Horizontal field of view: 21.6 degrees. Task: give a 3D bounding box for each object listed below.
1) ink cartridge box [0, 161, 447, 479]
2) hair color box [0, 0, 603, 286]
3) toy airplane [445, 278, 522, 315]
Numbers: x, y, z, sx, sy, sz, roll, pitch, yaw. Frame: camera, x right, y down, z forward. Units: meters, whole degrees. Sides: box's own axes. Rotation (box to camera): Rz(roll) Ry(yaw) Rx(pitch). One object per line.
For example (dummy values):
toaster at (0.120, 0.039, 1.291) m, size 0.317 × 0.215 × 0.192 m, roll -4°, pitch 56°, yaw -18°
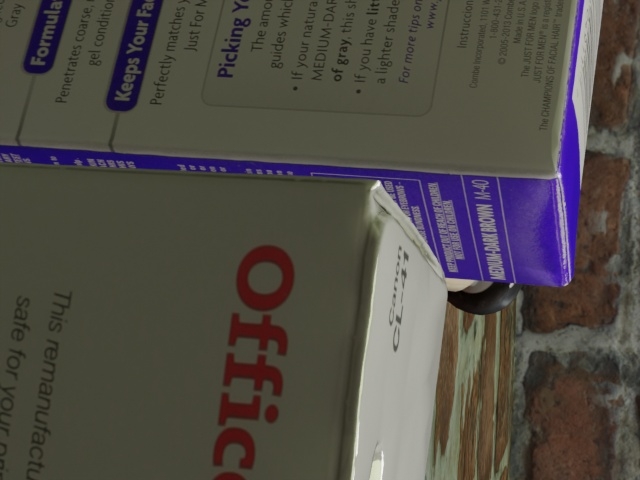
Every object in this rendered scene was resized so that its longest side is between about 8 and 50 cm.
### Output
ink cartridge box at (-0.125, 0.092, 0.578) m, size 0.131 × 0.306 × 0.226 m, roll 44°, pitch 52°, yaw -72°
hair color box at (-0.046, -0.092, 0.768) m, size 0.110 × 0.339 × 0.185 m, roll 72°, pitch 26°, yaw -61°
toy airplane at (0.014, -0.156, 1.073) m, size 0.384 × 0.272 × 0.386 m, roll -49°, pitch 135°, yaw -36°
